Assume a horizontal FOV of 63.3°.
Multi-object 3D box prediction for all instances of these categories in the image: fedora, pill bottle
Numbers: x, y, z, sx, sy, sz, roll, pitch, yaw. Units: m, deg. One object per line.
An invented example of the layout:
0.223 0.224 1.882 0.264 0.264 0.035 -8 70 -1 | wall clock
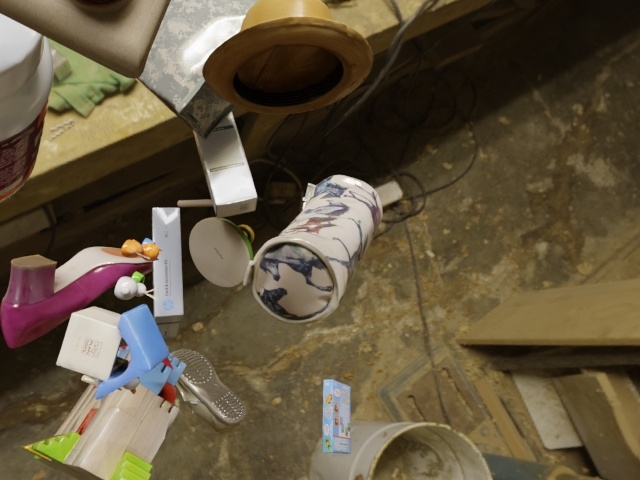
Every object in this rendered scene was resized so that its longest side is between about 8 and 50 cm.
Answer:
-0.038 -0.210 0.574 0.194 0.194 0.079 0 77 -20 | fedora
-0.457 -0.189 0.635 0.224 0.392 0.224 9 73 -31 | pill bottle

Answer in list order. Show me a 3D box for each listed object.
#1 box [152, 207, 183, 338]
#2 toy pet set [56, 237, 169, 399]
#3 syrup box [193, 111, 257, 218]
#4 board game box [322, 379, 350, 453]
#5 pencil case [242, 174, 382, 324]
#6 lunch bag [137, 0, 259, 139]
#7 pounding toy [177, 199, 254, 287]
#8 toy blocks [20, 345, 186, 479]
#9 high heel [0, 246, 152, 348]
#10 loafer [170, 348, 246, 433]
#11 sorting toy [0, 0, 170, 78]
-0.219 0.054 0.738 0.038 0.186 0.145 -1 72 -17 | box
-0.141 0.067 0.405 0.065 0.114 0.122 17 92 0 | toy pet set
-0.220 -0.180 1.177 0.096 0.093 0.237 -14 77 -14 | syrup box
0.054 0.563 1.655 0.039 0.160 0.212 -8 65 22 | board game box
0.000 0.000 1.019 0.183 0.160 0.410 10 26 13 | pencil case
-0.239 -0.397 1.047 0.235 0.169 0.287 40 88 14 | lunch bag
-0.232 -0.010 1.305 0.110 0.182 0.237 -38 119 -56 | pounding toy
-0.362 0.303 0.957 0.190 0.381 0.261 41 53 -21 | toy blocks
-0.535 0.117 1.183 0.377 0.127 0.182 -4 109 -58 | high heel
-0.295 0.376 1.282 0.268 0.092 0.101 39 27 31 | loafer
-0.234 -0.291 0.379 0.307 0.041 0.229 27 105 -2 | sorting toy
